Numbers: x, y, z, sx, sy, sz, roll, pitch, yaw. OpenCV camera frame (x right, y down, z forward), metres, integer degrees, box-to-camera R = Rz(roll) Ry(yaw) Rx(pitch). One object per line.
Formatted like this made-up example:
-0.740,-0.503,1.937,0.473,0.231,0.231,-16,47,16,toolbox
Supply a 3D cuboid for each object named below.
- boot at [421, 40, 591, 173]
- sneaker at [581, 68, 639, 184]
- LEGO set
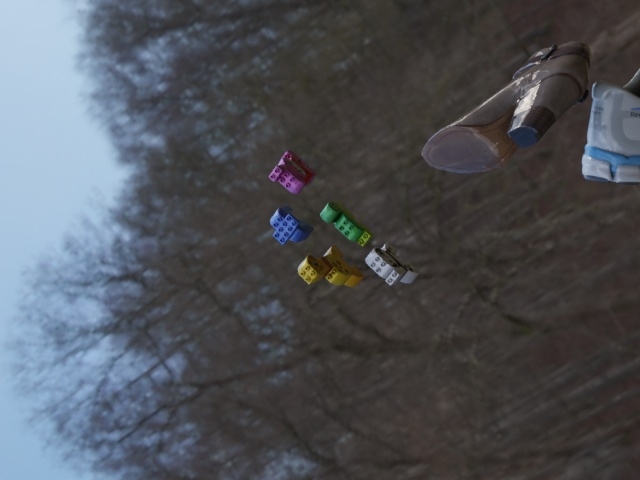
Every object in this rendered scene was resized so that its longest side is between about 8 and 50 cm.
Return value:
0.131,-0.092,0.820,0.042,0.118,0.087,50,-125,-25,boot
0.263,-0.098,0.827,0.071,0.191,0.083,26,127,59,sneaker
0.000,0.000,1.472,0.227,0.087,0.093,43,-155,13,LEGO set
